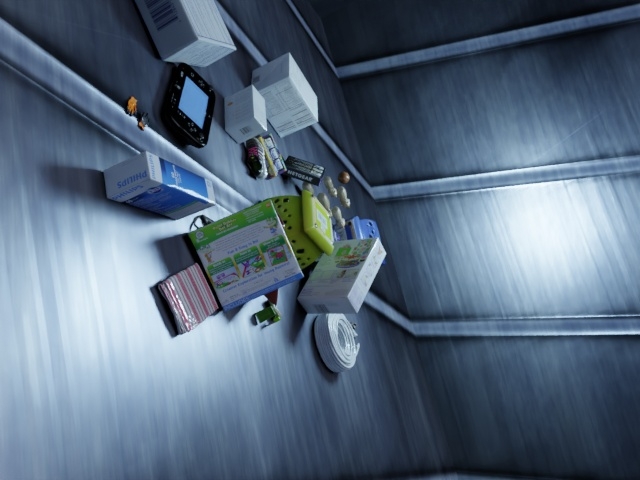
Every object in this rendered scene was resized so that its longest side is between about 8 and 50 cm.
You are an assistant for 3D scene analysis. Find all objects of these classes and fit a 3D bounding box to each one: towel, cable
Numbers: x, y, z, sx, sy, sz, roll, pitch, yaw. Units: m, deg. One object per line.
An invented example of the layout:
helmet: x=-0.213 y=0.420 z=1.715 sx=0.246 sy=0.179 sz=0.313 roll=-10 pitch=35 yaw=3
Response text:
towel: x=-0.341 y=0.147 z=1.384 sx=0.197 sy=0.029 sz=0.144 roll=-43 pitch=112 yaw=-72
cable: x=0.062 y=0.399 z=2.140 sx=0.257 sy=0.089 sz=0.257 roll=63 pitch=21 yaw=-18

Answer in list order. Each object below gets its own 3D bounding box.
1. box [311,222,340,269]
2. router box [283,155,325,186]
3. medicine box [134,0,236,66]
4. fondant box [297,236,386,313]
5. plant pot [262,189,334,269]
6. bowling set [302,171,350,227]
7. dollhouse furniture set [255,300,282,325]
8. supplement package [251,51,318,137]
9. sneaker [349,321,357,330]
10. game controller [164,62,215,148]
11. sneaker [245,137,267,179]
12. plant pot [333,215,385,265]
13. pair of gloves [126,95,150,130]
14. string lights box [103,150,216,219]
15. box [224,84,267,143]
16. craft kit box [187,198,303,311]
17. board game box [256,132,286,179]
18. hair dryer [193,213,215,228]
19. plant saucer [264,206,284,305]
box: x=0.000 y=0.000 z=2.324 sx=0.153 sy=0.108 sz=0.207 roll=59 pitch=23 yaw=-29
router box: x=-0.075 y=-0.307 z=2.338 sx=0.133 sy=0.179 sz=0.046 roll=-71 pitch=179 yaw=-61
medicine box: x=-0.444 y=-0.730 z=1.743 sx=0.263 sy=0.149 sz=0.289 roll=66 pitch=19 yaw=-6
fondant box: x=0.088 y=0.136 z=2.079 sx=0.096 sy=0.238 sz=0.330 roll=58 pitch=45 yaw=-31
plant pot: x=-0.078 y=-0.044 z=2.006 sx=0.228 sy=0.207 sz=0.227 roll=47 pitch=30 yaw=-47
bowling set: x=0.072 y=-0.199 z=2.414 sx=0.287 sy=0.200 sz=0.154 roll=47 pitch=-10 yaw=34
dollhouse furniture set: x=-0.172 y=0.239 z=1.756 sx=0.076 sy=0.059 sz=0.151 roll=63 pitch=0 yaw=0
supplement package: x=-0.158 y=-0.646 z=2.377 sx=0.262 sy=0.198 sz=0.199 roll=52 pitch=26 yaw=-42
sneaker: x=0.122 y=0.387 z=2.346 sx=0.061 sy=0.065 sz=0.158 roll=70 pitch=19 yaw=-1
game controller: x=-0.410 y=-0.433 z=1.689 sx=0.166 sy=0.067 sz=0.319 roll=52 pitch=26 yaw=-43
sneaker: x=-0.249 y=-0.316 z=2.018 sx=0.075 sy=0.063 sz=0.170 roll=-5 pitch=81 yaw=-77
plant pot: x=0.143 y=0.024 z=2.516 sx=0.212 sy=0.236 sz=0.235 roll=25 pitch=49 yaw=-56
pair of gloves: x=-0.498 y=-0.347 z=1.454 sx=0.083 sy=0.010 sz=0.074 roll=54 pitch=25 yaw=-41
string lights box: x=-0.395 y=-0.129 z=1.335 sx=0.260 sy=0.133 sz=0.076 roll=24 pitch=50 yaw=-65
box: x=-0.280 y=-0.471 z=1.982 sx=0.091 sy=0.130 sz=0.170 roll=44 pitch=33 yaw=-51
craft kit box: x=-0.209 y=0.040 z=1.510 sx=0.061 sy=0.250 sz=0.246 roll=-136 pitch=-157 yaw=-77
board game box: x=-0.210 y=-0.345 z=2.177 sx=0.170 sy=0.048 sz=0.141 roll=67 pitch=21 yaw=-10
hair dryer: x=-0.262 y=0.001 z=1.655 sx=0.223 sy=0.080 sz=0.293 roll=68 pitch=19 yaw=-4
plant saucer: x=-0.163 y=0.042 z=1.687 sx=0.258 sy=0.048 sz=0.259 roll=-126 pitch=-139 yaw=-71
